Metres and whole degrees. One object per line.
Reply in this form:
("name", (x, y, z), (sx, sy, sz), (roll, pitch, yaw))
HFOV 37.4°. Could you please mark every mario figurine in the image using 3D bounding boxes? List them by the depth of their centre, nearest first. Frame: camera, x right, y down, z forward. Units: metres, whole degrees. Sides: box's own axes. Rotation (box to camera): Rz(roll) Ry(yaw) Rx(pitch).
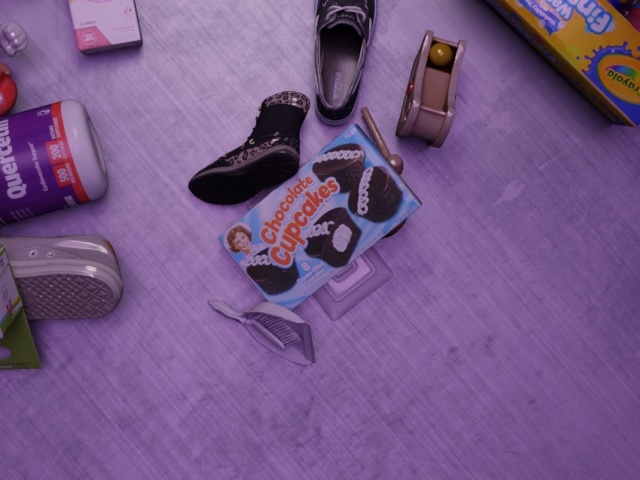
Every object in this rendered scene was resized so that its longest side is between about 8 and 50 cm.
("mario figurine", (-0.646, -0.347, 1.648), (0.198, 0.170, 0.320), (-43, 80, 28))

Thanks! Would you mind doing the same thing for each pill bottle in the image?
("pill bottle", (-0.544, -0.121, 1.636), (0.323, 0.181, 0.181), (-17, 87, -5))

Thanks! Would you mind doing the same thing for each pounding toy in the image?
("pounding toy", (0.161, -0.252, 1.698), (0.155, 0.154, 0.269), (16, 76, -3))

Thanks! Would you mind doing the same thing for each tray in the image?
("tray", (0.000, 0.000, 1.741), (0.145, 0.030, 0.270), (-37, 89, -5))

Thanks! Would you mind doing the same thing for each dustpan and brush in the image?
("dustpan and brush", (-0.111, 0.148, 1.692), (0.211, 0.147, 0.060), (34, 62, 26))

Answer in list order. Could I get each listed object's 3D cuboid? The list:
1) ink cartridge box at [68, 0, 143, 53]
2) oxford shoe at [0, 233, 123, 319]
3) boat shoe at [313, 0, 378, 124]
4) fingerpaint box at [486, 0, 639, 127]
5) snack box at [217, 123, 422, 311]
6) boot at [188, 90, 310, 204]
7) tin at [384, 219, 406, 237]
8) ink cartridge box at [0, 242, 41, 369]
("ink cartridge box", (-0.399, -0.448, 1.715), (0.115, 0.067, 0.198), (-11, 96, -5))
("oxford shoe", (-0.559, 0.053, 1.657), (0.449, 0.169, 0.130), (1, 41, 3))
("boat shoe", (0.048, -0.382, 1.729), (0.121, 0.119, 0.335), (2, 85, -4))
("fingerpaint box", (0.519, -0.487, 1.693), (0.445, 0.163, 0.371), (43, 98, -6))
("snack box", (-0.003, -0.034, 1.675), (0.322, 0.060, 0.187), (-40, 90, 13))
("boot", (-0.123, -0.167, 1.716), (0.085, 0.236, 0.178), (47, 40, -35))
("tin", (0.074, -0.079, 1.735), (0.189, 0.040, 0.106), (31, 75, -7))
("ink cartridge box", (-0.595, 0.140, 1.577), (0.189, 0.097, 0.255), (-4, 119, 9))
